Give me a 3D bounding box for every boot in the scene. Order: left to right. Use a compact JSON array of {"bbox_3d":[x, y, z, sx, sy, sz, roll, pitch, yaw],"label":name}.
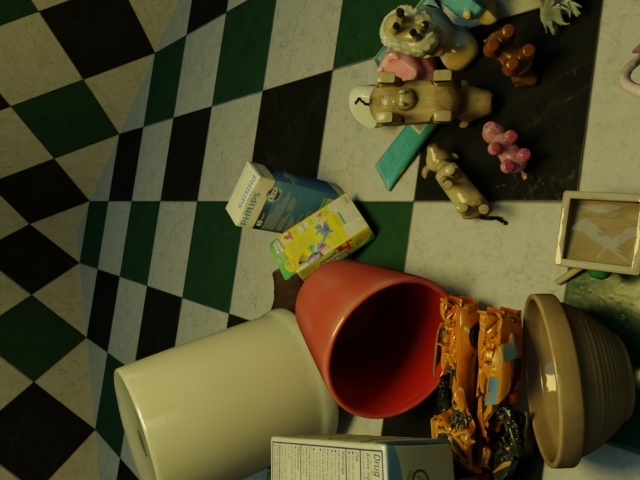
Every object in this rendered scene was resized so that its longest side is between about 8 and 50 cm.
[{"bbox_3d":[-0.052,0.150,1.355,0.248,0.090,0.206,-23,66,51],"label":"boot"}]

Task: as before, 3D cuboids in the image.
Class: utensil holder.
[{"bbox_3d":[-0.210,0.359,1.199,0.328,0.386,0.327,35,133,49],"label":"utensil holder"}]

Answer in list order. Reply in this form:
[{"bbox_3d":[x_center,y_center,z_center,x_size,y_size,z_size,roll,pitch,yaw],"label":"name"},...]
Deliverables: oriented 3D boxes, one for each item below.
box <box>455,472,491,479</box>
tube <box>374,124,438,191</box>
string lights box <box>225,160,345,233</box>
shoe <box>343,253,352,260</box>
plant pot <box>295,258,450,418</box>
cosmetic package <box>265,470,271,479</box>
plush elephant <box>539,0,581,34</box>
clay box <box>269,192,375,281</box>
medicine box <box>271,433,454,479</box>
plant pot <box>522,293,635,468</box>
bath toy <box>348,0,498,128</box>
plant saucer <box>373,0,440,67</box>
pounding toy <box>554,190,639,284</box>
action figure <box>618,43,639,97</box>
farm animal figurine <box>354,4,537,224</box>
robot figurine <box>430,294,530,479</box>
[{"bbox_3d":[0.159,0.518,0.952,0.300,0.154,0.142,-42,51,40],"label":"box"},{"bbox_3d":[0.183,-0.203,1.173,0.207,0.052,0.080,-53,40,38],"label":"tube"},{"bbox_3d":[-0.074,-0.087,1.298,0.133,0.260,0.076,-60,42,23],"label":"string lights box"},{"bbox_3d":[0.046,0.106,1.247,0.058,0.076,0.219,-8,60,13],"label":"shoe"},{"bbox_3d":[0.083,0.160,1.060,0.243,0.275,0.274,33,108,60],"label":"plant pot"},{"bbox_3d":[-0.063,0.679,1.220,0.153,0.129,0.296,16,94,54],"label":"cosmetic package"},{"bbox_3d":[0.340,-0.540,0.898,0.272,0.330,0.255,-12,50,49],"label":"plush elephant"},{"bbox_3d":[0.000,0.000,1.265,0.222,0.053,0.127,-33,49,5],"label":"clay box"},{"bbox_3d":[0.057,0.444,0.856,0.289,0.149,0.263,-20,65,48],"label":"medicine box"},{"bbox_3d":[0.358,0.191,0.767,0.110,0.237,0.237,-3,77,10],"label":"plant pot"},{"bbox_3d":[0.198,-0.362,1.126,0.348,0.151,0.129,-43,8,43],"label":"bath toy"},{"bbox_3d":[0.194,-0.458,1.239,0.192,0.018,0.067,-46,49,37],"label":"plant saucer"},{"bbox_3d":[0.409,0.005,0.811,0.130,0.100,0.141,8,91,38],"label":"pounding toy"},{"bbox_3d":[0.518,-0.140,0.613,0.370,0.248,0.275,54,163,14],"label":"action figure"},{"bbox_3d":[0.230,-0.224,1.006,0.327,0.172,0.330,20,100,10],"label":"farm animal figurine"},{"bbox_3d":[0.252,0.245,0.919,0.211,0.085,0.290,-169,83,-66],"label":"robot figurine"}]
